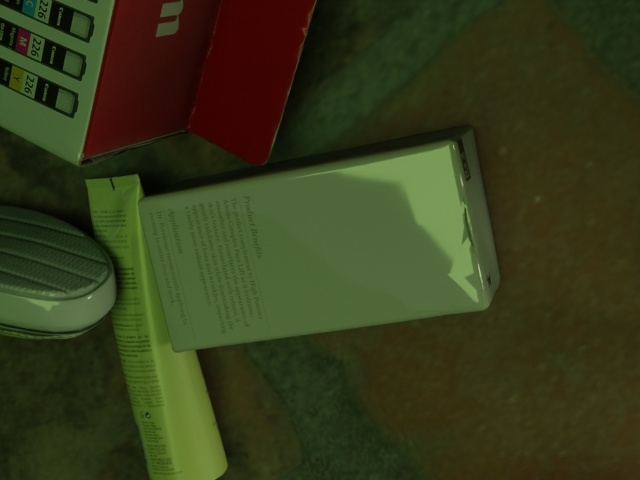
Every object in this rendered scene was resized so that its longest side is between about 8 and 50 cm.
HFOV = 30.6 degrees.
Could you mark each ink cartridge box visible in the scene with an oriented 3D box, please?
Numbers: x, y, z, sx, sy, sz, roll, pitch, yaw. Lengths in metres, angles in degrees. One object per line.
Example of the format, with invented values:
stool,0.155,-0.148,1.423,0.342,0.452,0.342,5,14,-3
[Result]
ink cartridge box,-0.134,-0.221,0.740,0.272,0.130,0.309,26,115,20

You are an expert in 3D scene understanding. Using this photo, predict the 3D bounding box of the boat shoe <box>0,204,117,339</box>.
boat shoe,-0.277,0.029,0.902,0.302,0.109,0.094,14,123,29

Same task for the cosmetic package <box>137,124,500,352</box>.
cosmetic package,0.000,0.000,0.812,0.231,0.085,0.117,-8,101,18

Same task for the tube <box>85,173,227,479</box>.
tube,-0.125,0.067,0.880,0.070,0.062,0.240,-12,99,15
